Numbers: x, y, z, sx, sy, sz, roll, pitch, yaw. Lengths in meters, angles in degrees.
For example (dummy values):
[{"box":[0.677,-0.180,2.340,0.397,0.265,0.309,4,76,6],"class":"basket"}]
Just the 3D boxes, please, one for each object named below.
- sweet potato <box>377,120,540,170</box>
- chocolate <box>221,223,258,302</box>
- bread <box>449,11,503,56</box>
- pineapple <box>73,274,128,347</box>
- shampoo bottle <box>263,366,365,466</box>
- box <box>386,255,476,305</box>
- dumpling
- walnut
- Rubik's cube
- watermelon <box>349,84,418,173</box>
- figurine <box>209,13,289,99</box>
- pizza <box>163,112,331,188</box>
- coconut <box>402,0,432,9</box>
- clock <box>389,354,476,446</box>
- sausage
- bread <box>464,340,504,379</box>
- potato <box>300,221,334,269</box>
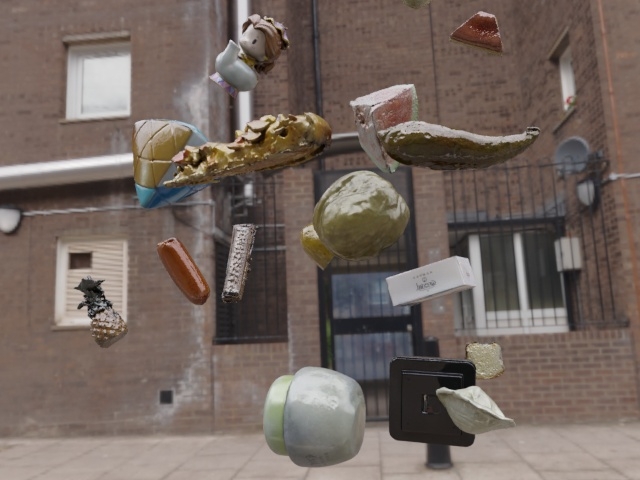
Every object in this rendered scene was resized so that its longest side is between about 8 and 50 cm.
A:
[{"box":[0.363,-0.251,1.576,0.423,0.130,0.130,3,-9,8],"class":"sweet potato"},{"box":[-0.314,0.077,2.231,0.102,0.329,0.065,-3,-27,21],"class":"chocolate"},{"box":[0.544,-0.700,1.984,0.192,0.119,0.067,27,12,19],"class":"bread"},{"box":[-0.700,0.216,1.867,0.119,0.237,0.111,-33,-15,-3],"class":"pineapple"},{"box":[-0.009,0.585,1.961,0.317,0.322,0.322,-4,-10,16],"class":"shampoo bottle"},{"box":[0.407,0.154,2.158,0.274,0.116,0.203,-20,-13,22],"class":"box"},{"box":[0.439,0.482,1.697,0.126,0.216,0.166,-36,-29,-11],"class":"dumpling"},{"box":[0.117,-0.070,1.784,0.277,0.282,0.253,-29,-47,-2],"class":"walnut"},{"box":[-0.331,-0.217,1.495,0.255,0.254,0.254,-2,-10,0],"class":"Rubik's cube"},{"box":[0.219,-0.397,1.987,0.232,0.310,0.193,15,12,-27],"class":"watermelon"},{"box":[-0.201,-0.542,1.720,0.263,0.142,0.189,-48,-21,4],"class":"figurine"},{"box":[-0.100,-0.155,1.013,0.288,0.074,0.251,-12,1,21],"class":"pizza"},{"box":[0.283,-0.762,1.717,0.161,0.162,0.161,10,24,-4],"class":"coconut"},{"box":[0.355,0.512,1.878,0.274,0.278,0.049,0,2,12],"class":"clock"},{"box":[-0.355,0.081,1.533,0.076,0.197,0.076,-33,4,3],"class":"sausage"},{"box":[0.547,0.401,1.973,0.129,0.126,0.044,-3,-12,12],"class":"bread"},{"box":[0.000,0.000,2.215,0.158,0.203,0.178,31,-38,-2],"class":"potato"}]
